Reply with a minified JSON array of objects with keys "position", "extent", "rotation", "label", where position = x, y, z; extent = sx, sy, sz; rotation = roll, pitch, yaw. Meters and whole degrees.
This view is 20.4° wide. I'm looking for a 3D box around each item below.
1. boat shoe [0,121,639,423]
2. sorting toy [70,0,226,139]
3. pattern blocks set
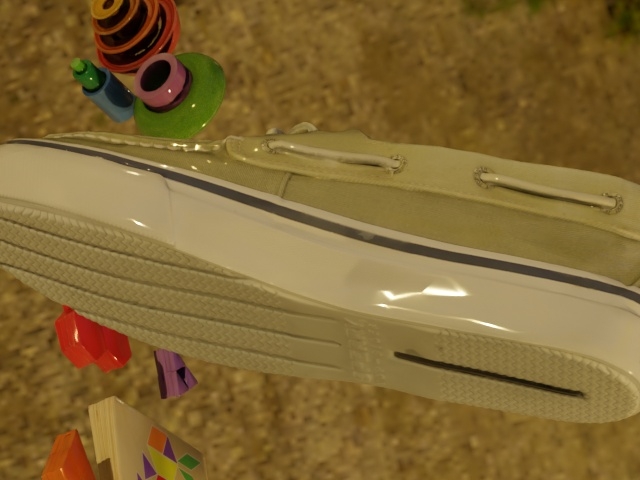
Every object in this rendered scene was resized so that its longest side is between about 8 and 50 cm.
[{"position":[0.000,0.000,0.753],"extent":[0.109,0.302,0.094],"rotation":[92,13,-60],"label":"boat shoe"},{"position":[-0.090,-0.089,0.865],"extent":[0.042,0.061,0.102],"rotation":[43,9,-47],"label":"sorting toy"},{"position":[-0.115,0.204,1.261],"extent":[0.285,0.026,0.325],"rotation":[50,25,-46],"label":"pattern blocks set"}]
